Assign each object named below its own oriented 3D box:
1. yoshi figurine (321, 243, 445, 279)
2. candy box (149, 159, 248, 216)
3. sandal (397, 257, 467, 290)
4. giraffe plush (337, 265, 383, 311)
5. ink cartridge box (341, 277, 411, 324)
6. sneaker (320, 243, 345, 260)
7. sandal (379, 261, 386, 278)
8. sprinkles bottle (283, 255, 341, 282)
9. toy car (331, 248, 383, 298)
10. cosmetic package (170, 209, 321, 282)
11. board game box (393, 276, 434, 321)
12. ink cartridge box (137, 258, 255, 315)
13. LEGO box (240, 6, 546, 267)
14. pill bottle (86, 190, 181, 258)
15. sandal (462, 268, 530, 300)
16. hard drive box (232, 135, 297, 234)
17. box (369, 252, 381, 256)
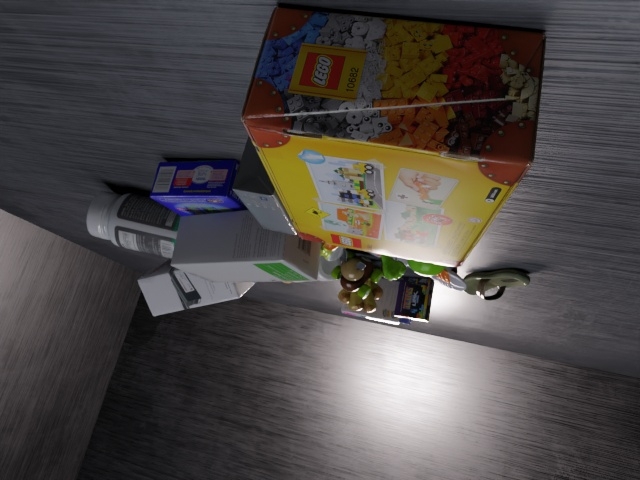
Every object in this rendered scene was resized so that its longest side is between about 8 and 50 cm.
[{"bbox_3d":[0.195,-0.006,1.204,0.361,0.203,0.203,15,158,-15],"label":"yoshi figurine"},{"bbox_3d":[-0.285,-0.111,1.357,0.267,0.122,0.317,3,160,24],"label":"candy box"},{"bbox_3d":[0.380,0.074,1.546,0.265,0.076,0.102,29,157,26],"label":"sandal"},{"bbox_3d":[0.169,0.159,1.836,0.181,0.211,0.171,9,146,4],"label":"giraffe plush"},{"bbox_3d":[0.260,0.261,2.044,0.310,0.186,0.065,9,161,13],"label":"ink cartridge box"},{"bbox_3d":[0.000,0.000,1.612,0.126,0.091,0.240,43,-168,26],"label":"sneaker"},{"bbox_3d":[0.258,0.112,1.785,0.049,0.072,0.180,30,177,27],"label":"sandal"},{"bbox_3d":[-0.059,0.116,1.939,0.121,0.121,0.355,23,162,-28],"label":"sprinkles bottle"},{"bbox_3d":[0.127,0.093,1.655,0.155,0.149,0.188,34,161,24],"label":"toy car"},{"bbox_3d":[-0.202,0.020,1.268,0.365,0.155,0.197,-5,158,27],"label":"cosmetic package"},{"bbox_3d":[0.388,0.241,1.900,0.140,0.171,0.048,1,162,35],"label":"board game box"},{"bbox_3d":[-0.443,0.131,1.770,0.394,0.167,0.285,-14,-167,21],"label":"ink cartridge box"},{"bbox_3d":[0.119,-0.133,0.821,0.371,0.193,0.500,11,164,10],"label":"LEGO box"},{"bbox_3d":[-0.636,-0.059,1.677,0.360,0.205,0.204,14,164,2],"label":"pill bottle"},{"bbox_3d":[0.599,0.164,1.617,0.120,0.087,0.303,18,163,-13],"label":"sandal"},{"bbox_3d":[-0.093,-0.137,1.007,0.089,0.181,0.232,10,163,13],"label":"hard drive box"},{"bbox_3d":[0.174,0.006,1.524,0.186,0.038,0.145,24,162,-28],"label":"box"}]
